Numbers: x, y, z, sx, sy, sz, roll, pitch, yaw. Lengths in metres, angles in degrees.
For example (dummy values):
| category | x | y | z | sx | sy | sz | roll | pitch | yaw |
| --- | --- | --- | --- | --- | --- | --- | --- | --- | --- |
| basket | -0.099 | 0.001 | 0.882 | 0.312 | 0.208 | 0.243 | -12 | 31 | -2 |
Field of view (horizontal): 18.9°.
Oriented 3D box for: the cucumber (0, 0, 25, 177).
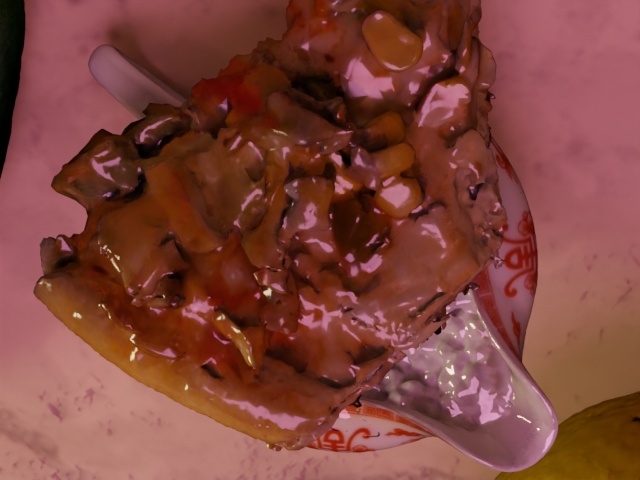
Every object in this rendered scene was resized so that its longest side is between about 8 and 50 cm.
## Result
| category | x | y | z | sx | sy | sz | roll | pitch | yaw |
| --- | --- | --- | --- | --- | --- | --- | --- | --- | --- |
| cucumber | -0.179 | -0.011 | 0.860 | 0.056 | 0.056 | 0.284 | 20 | 129 | -10 |

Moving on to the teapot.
| category | x | y | z | sx | sy | sz | roll | pitch | yaw |
| --- | --- | --- | --- | --- | --- | --- | --- | --- | --- |
| teapot | 0.000 | 0.000 | 0.813 | 0.245 | 0.116 | 0.159 | 34 | 108 | 1 |

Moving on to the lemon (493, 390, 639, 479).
| category | x | y | z | sx | sy | sz | roll | pitch | yaw |
| --- | --- | --- | --- | --- | --- | --- | --- | --- | --- |
| lemon | 0.194 | 0.177 | 0.869 | 0.219 | 0.240 | 0.240 | -13 | 133 | -26 |

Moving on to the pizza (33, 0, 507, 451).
| category | x | y | z | sx | sy | sz | roll | pitch | yaw |
| --- | --- | --- | --- | --- | --- | --- | --- | --- | --- |
| pizza | 0.001 | -0.024 | 0.738 | 0.226 | 0.069 | 0.147 | -41 | 80 | -3 |
